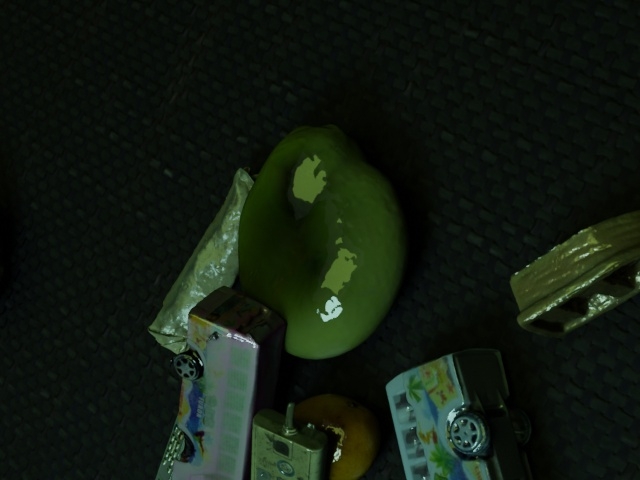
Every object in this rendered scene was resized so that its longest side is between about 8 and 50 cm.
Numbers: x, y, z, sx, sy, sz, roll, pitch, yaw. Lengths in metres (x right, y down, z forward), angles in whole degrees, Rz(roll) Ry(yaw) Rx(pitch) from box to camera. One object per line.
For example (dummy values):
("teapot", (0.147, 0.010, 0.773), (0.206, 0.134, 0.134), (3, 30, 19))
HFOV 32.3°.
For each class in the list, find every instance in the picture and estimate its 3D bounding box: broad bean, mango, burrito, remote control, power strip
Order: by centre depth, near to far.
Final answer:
("power strip", (-0.039, 0.286, 1.309), (0.092, 0.034, 0.268), (21, 130, 21))
("mango", (-0.001, 0.245, 1.346), (0.165, 0.089, 0.115), (-11, 88, 34))
("broad bean", (0.000, 0.000, 1.351), (0.238, 0.119, 0.291), (-2, 84, 32))
("burrito", (-0.142, 0.024, 1.476), (0.082, 0.059, 0.275), (33, 102, 24))
("remote control", (-0.187, 0.281, 1.482), (0.166, 0.029, 0.065), (-71, 20, 3))

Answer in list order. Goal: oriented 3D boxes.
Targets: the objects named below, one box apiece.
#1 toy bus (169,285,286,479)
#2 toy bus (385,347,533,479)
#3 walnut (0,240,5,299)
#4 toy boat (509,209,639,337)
("toy bus", (-0.119, 0.198, 1.364), (0.112, 0.090, 0.274), (21, 123, 20))
("toy bus", (0.173, 0.291, 1.220), (0.136, 0.109, 0.329), (-24, 72, 38))
("walnut", (-0.596, 0.038, 1.645), (0.248, 0.248, 0.248), (-4, 82, 32))
("toy boat", (0.295, 0.029, 1.165), (0.188, 0.116, 0.061), (-35, 61, 26))
